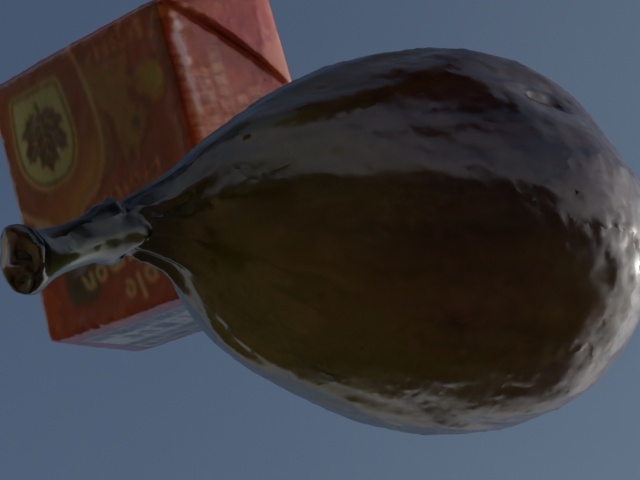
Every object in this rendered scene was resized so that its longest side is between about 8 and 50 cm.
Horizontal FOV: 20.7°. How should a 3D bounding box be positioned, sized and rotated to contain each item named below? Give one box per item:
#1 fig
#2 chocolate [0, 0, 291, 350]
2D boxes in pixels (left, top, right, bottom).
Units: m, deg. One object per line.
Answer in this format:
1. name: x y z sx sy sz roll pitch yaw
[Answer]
1. fig: 0.000 0.002 0.690 0.274 0.170 0.145 -2 -46 -33
2. chocolate: -0.120 -0.048 1.267 0.237 0.108 0.235 -19 -96 41
